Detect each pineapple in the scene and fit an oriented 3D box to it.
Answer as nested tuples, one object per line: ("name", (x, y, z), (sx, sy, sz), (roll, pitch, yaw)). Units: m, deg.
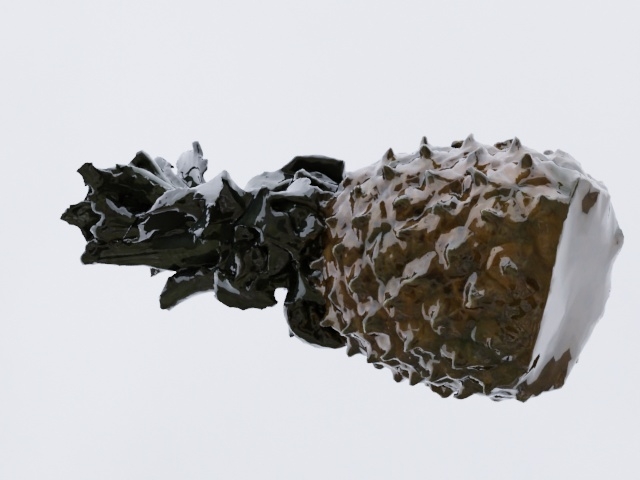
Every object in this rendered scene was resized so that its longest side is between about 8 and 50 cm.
("pineapple", (0.000, 0.000, 0.859), (0.251, 0.125, 0.125), (11, -50, 30))
